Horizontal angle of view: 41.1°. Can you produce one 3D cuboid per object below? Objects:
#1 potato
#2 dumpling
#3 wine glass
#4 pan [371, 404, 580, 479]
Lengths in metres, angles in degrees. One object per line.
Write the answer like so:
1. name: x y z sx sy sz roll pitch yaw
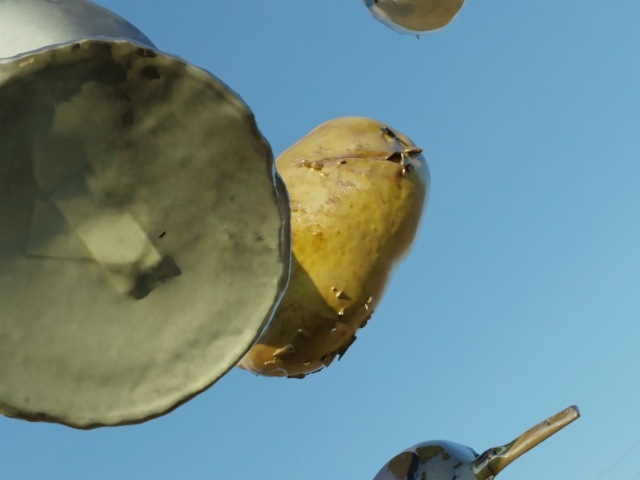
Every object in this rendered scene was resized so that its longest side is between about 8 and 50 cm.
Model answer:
1. potato: 0.000 0.000 0.865 0.173 0.140 0.300 36 -110 -10
2. dumpling: 0.111 -0.303 0.945 0.176 0.092 0.150 18 -71 -30
3. wine glass: -0.176 -0.042 0.611 0.267 0.406 0.267 -6 -73 -21
4. pan: 0.090 0.173 0.640 0.048 0.128 0.202 39 -91 -11
